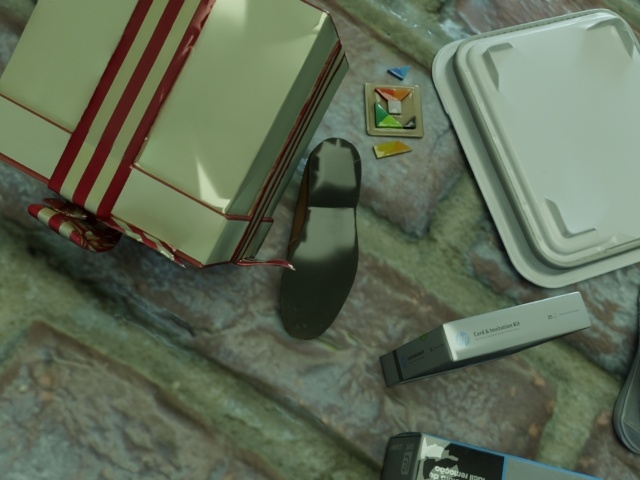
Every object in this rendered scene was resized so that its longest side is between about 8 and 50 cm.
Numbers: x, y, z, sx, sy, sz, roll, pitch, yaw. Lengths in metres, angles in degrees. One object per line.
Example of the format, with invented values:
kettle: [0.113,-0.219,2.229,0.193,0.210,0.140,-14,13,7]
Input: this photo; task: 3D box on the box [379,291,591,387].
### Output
box: [0.155,0.103,0.802,0.145,0.186,0.038,-11,77,-16]

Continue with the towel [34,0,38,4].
towel: [-0.182,-0.337,0.794,0.235,0.284,0.121,-38,85,-22]

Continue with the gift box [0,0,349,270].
gift box: [-0.118,-0.103,0.715,0.276,0.255,0.258,30,94,10]

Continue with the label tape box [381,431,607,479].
label tape box: [0.163,0.383,0.762,0.249,0.115,0.348,17,69,-9]

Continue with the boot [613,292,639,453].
boot: [0.417,0.116,0.898,0.095,0.123,0.258,24,70,-6]

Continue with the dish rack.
dish rack: [0.315,-0.131,0.964,0.285,0.072,0.333,-16,76,-17]

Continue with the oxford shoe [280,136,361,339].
oxford shoe: [0.000,0.000,0.860,0.076,0.076,0.212,12,87,-13]

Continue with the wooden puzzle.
wooden puzzle: [0.088,-0.155,0.953,0.078,0.014,0.116,-5,75,-16]
